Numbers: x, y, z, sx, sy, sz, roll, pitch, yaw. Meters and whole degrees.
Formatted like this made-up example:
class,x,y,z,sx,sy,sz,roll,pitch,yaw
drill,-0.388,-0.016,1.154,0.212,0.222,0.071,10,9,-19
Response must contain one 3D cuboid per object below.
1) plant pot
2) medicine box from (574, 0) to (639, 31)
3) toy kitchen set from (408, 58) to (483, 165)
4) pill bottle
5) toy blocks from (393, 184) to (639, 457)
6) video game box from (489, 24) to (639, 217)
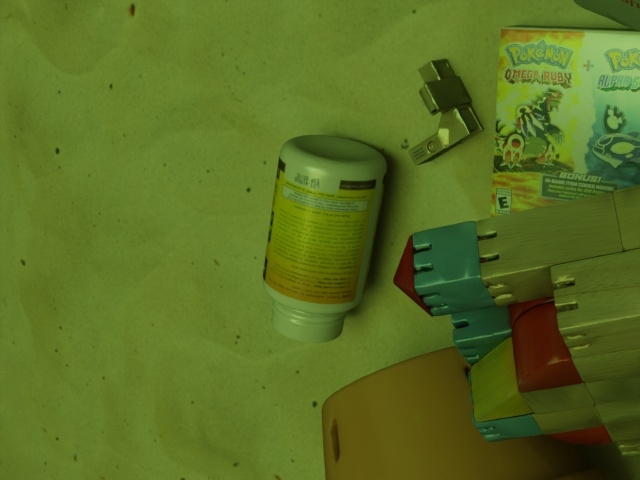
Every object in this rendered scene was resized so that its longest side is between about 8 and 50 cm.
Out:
class,x,y,z,sx,sy,sz,roll,pitch,yaw
plant pot,0.125,0.228,0.916,0.291,0.290,0.204,-34,64,38
medicine box,0.326,-0.264,0.607,0.263,0.149,0.289,35,99,34
toy kitchen set,0.105,-0.128,0.943,0.075,0.068,0.083,-31,83,38
pill bottle,0.000,0.000,1.027,0.117,0.117,0.215,22,115,31
toy blocks,0.222,0.081,0.728,0.260,0.381,0.191,-13,56,20
video game box,0.259,-0.099,0.850,0.205,0.048,0.187,11,106,34
